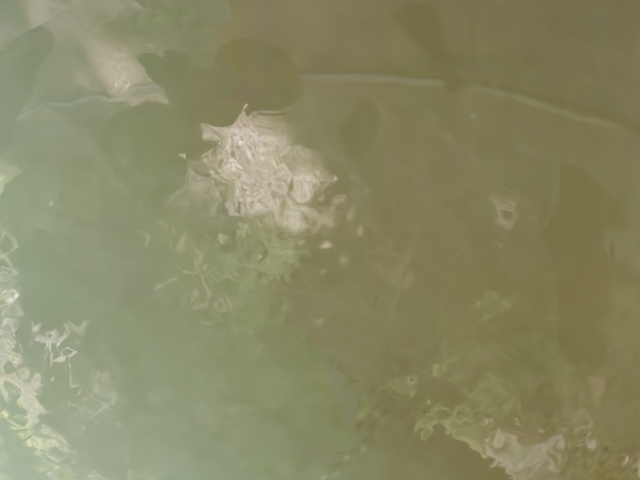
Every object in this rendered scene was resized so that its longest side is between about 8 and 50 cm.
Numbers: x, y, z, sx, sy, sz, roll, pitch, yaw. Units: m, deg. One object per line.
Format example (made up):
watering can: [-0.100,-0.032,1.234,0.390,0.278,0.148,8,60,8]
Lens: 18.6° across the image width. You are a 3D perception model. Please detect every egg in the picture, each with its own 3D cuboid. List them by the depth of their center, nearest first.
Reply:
egg: [0.000,0.000,0.429,0.269,0.219,0.219,23,-160,-45]
